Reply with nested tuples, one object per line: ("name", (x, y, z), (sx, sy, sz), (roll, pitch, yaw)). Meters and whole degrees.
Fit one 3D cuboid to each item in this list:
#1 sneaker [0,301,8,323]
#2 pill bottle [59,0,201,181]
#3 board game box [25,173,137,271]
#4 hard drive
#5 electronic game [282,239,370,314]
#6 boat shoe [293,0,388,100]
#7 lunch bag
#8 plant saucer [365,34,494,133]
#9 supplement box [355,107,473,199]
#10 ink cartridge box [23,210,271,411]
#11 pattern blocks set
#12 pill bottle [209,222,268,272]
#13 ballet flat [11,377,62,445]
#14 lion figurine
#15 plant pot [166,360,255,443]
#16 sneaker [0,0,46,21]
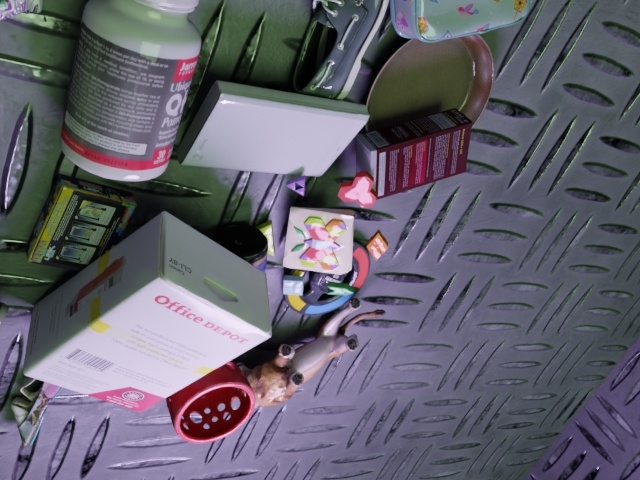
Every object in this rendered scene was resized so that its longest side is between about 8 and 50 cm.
("sneaker", (-0.682, 0.159, 1.250), (0.222, 0.083, 0.118), (-41, 118, 15))
("pill bottle", (-0.284, -0.266, 1.052), (0.176, 0.176, 0.319), (2, 125, -33))
("board game box", (-0.437, -0.025, 1.255), (0.141, 0.048, 0.170), (16, 117, -38))
("hard drive", (-0.087, -0.198, 1.284), (0.307, 0.040, 0.203), (1, 149, -33))
("electronic game", (0.017, 0.088, 1.637), (0.229, 0.048, 0.229), (-17, 133, -19))
("boat shoe", (0.032, -0.388, 1.195), (0.099, 0.116, 0.319), (-7, 135, -32))
("lunch bag", (0.258, -0.488, 1.240), (0.279, 0.108, 0.224), (-19, 117, -22))
("plant saucer", (0.219, -0.303, 1.432), (0.310, 0.050, 0.311), (-18, 133, -20))
("supplement box", (0.193, -0.180, 1.433), (0.239, 0.073, 0.130), (-17, 133, -18))
("ink cartridge box", (-0.321, 0.151, 1.302), (0.384, 0.160, 0.279), (-32, 136, 25))
("pattern blocks set", (0.000, 0.000, 1.468), (0.285, 0.026, 0.325), (-4, 129, 8))
("pill bottle", (-0.179, 0.084, 1.455), (0.122, 0.123, 0.219), (-10, 131, -25))
("ballet flat", (-0.599, 0.334, 1.449), (0.079, 0.077, 0.222), (27, 105, -24))
("lion figurine", (-0.030, 0.289, 1.709), (0.392, 0.142, 0.240), (-22, 165, -23))
("plant pot", (-0.266, 0.336, 1.578), (0.191, 0.174, 0.191), (-17, 134, -19))
("sneaker", (-0.432, -0.336, 0.999), (0.098, 0.038, 0.069), (-45, 135, 10))
